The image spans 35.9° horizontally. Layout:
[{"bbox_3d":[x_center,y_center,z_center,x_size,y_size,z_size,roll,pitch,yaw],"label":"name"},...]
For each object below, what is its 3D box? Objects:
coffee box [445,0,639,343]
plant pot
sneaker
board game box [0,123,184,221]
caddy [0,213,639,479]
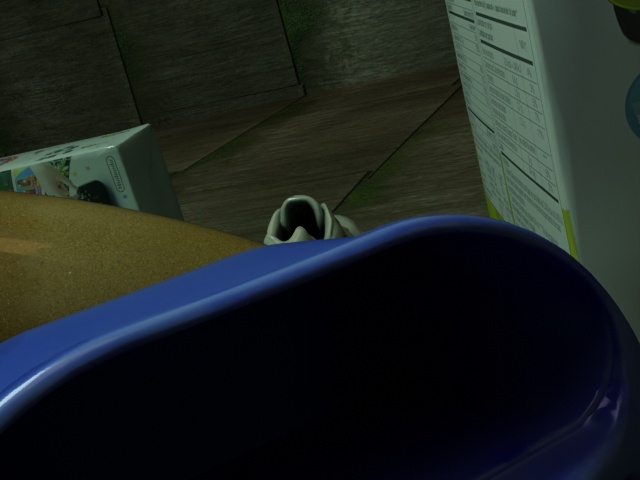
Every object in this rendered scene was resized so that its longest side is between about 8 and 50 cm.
[{"bbox_3d":[0.299,-0.110,0.736,0.337,0.335,0.338,-14,16,3],"label":"coffee box"},{"bbox_3d":[-0.142,0.076,0.780,0.254,0.237,0.237,-1,15,-7],"label":"plant pot"},{"bbox_3d":[0.000,0.000,1.029,0.099,0.121,0.262,-11,16,10],"label":"sneaker"},{"bbox_3d":[-0.294,0.020,1.049,0.303,0.224,0.097,-10,19,18],"label":"board game box"},{"bbox_3d":[-0.008,0.126,0.385,0.341,0.241,0.179,-21,10,-29],"label":"caddy"}]
